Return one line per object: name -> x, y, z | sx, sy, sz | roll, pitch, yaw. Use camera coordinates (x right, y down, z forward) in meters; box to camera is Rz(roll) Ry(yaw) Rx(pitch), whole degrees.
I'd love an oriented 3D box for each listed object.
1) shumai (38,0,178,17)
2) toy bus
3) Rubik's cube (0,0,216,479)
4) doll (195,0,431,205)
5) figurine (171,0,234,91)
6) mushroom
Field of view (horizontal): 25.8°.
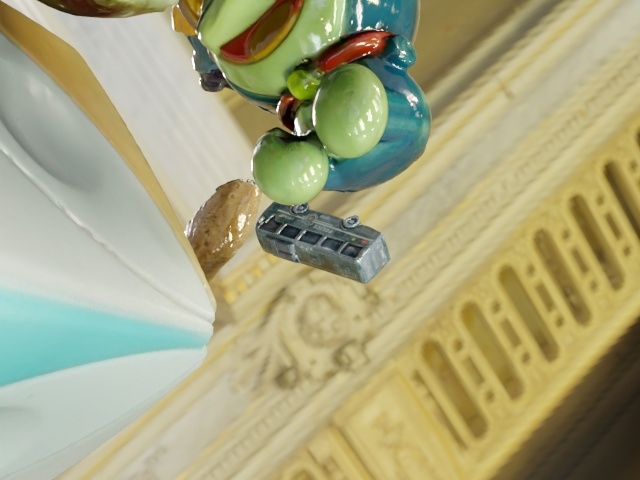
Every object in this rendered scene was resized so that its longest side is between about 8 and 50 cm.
shumai -> -0.159, -0.332, 1.000 | 0.323, 0.397, 0.324 | -54, 166, 5
toy bus -> 0.000, 0.000, 1.577 | 0.166, 0.047, 0.065 | 17, -129, 37
Rubik's cube -> -0.335, 0.015, 1.076 | 0.351, 0.352, 0.347 | -36, -115, 14
doll -> 0.000, -0.172, 1.227 | 0.198, 0.186, 0.322 | -35, -122, 36
figurine -> -0.143, -0.331, 1.541 | 0.205, 0.332, 0.185 | 10, -144, 10
mushroom -> -0.160, -0.001, 2.098 | 0.210, 0.072, 0.094 | -48, -142, 40
